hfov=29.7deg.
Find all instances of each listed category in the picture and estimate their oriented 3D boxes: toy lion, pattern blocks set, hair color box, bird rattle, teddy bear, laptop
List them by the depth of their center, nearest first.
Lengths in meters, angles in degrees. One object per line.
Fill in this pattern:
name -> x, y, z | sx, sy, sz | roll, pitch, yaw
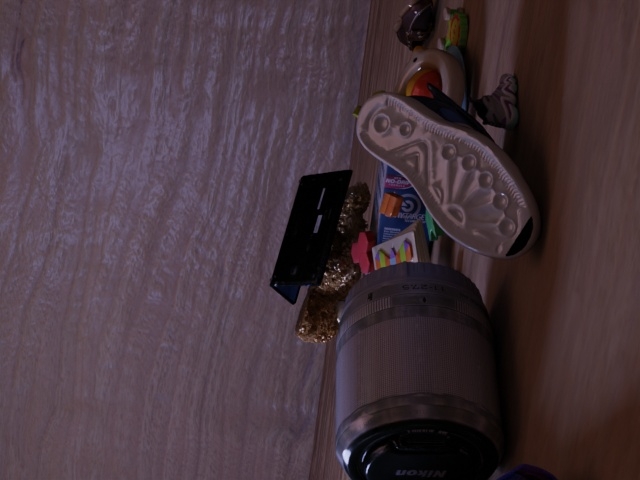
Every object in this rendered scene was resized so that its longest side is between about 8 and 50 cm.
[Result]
bird rattle -> 0.167, -0.215, 1.998 | 0.207, 0.143, 0.253 | -71, 25, 16
pattern blocks set -> 0.140, 0.055, 2.103 | 0.325, 0.026, 0.285 | 128, 133, -56
toy lion -> 0.237, -0.359, 2.120 | 0.096, 0.034, 0.100 | -102, 16, -48
hair color box -> 0.154, -0.045, 2.287 | 0.174, 0.105, 0.347 | -91, 7, -66
laptop -> 0.000, 0.000, 2.375 | 0.264, 0.136, 0.234 | -4, 67, 55
teddy bear -> 0.046, 0.046, 2.401 | 0.245, 0.113, 0.338 | 118, 167, -67

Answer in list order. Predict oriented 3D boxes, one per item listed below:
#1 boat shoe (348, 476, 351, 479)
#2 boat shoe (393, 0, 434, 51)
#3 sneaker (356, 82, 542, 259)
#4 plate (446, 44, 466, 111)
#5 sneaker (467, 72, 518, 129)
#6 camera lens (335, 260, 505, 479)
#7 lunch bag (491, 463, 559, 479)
boat shoe -> 0.123, 0.379, 1.954 | 0.187, 0.156, 0.500 | 85, -164, -72
boat shoe -> 0.201, -0.443, 2.462 | 0.073, 0.073, 0.207 | 57, 175, 4
sneaker -> 0.215, -0.085, 1.621 | 0.323, 0.236, 0.130 | 43, 110, 32
plate -> 0.219, -0.245, 2.095 | 0.188, 0.024, 0.188 | 179, 90, -81
sneaker -> 0.237, -0.197, 1.672 | 0.038, 0.069, 0.098 | 101, 172, -50
camera lens -> 0.130, 0.195, 1.624 | 0.219, 0.219, 0.274 | 100, 173, -48
lunch bag -> 0.139, 0.440, 1.262 | 0.328, 0.239, 0.385 | 106, -177, -69
